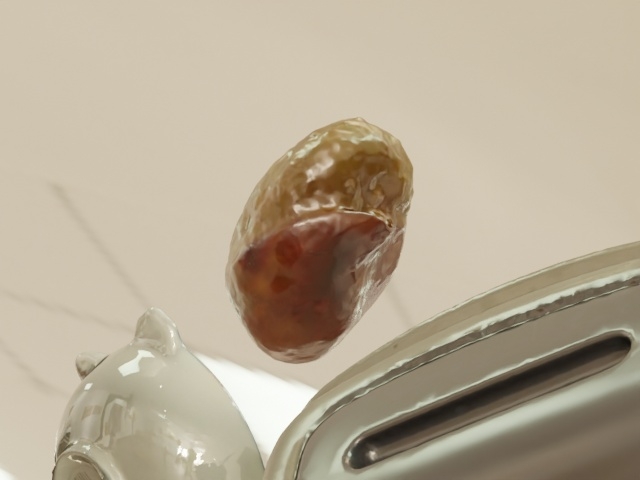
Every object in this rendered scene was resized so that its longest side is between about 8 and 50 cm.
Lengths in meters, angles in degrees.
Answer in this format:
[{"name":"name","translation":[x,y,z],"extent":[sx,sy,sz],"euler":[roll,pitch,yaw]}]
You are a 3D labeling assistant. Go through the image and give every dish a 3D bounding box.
[{"name":"dish","translation":[-0.139,0.181,1.324],"extent":[0.228,0.086,0.236],"euler":[-25,-96,50]}]

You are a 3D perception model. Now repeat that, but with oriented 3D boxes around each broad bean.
[{"name":"broad bean","translation":[0.003,0.002,1.661],"extent":[0.156,0.228,0.122],"euler":[25,16,-23]}]

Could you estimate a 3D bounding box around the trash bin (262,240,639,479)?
[{"name":"trash bin","translation":[0.117,0.116,0.686],"extent":[0.209,0.182,0.290],"euler":[-25,-25,20]}]
